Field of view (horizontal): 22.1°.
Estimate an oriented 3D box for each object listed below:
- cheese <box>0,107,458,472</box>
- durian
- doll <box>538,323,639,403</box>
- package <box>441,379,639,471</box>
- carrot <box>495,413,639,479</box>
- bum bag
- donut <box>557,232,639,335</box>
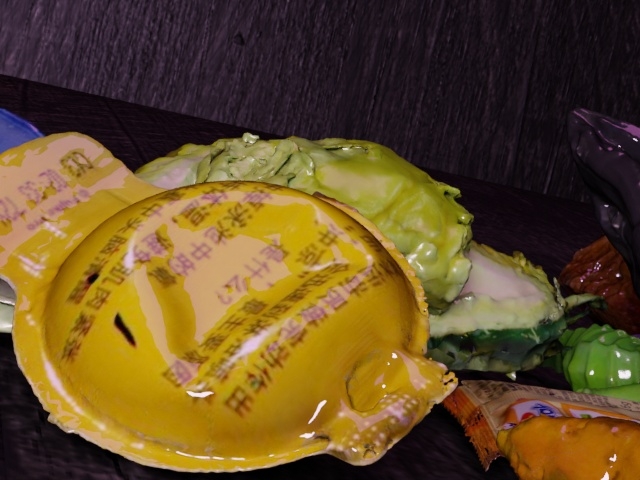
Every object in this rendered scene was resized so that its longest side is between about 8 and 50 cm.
[{"bbox_3d":[-0.064,0.011,0.609,0.250,0.064,0.156,29,46,27],"label":"cheese"},{"bbox_3d":[-0.002,0.006,0.741,0.375,0.106,0.132,2,5,-27],"label":"durian"},{"bbox_3d":[0.156,0.069,0.846,0.115,0.050,0.190,-1,10,-40],"label":"doll"},{"bbox_3d":[0.117,0.086,0.694,0.121,0.031,0.108,11,8,-7],"label":"package"},{"bbox_3d":[0.193,0.108,0.529,0.314,0.066,0.066,18,8,36],"label":"carrot"},{"bbox_3d":[0.185,0.044,0.709,0.137,0.074,0.310,42,14,-27],"label":"bum bag"},{"bbox_3d":[0.264,0.047,1.004,0.186,0.144,0.126,43,8,-11],"label":"donut"}]
